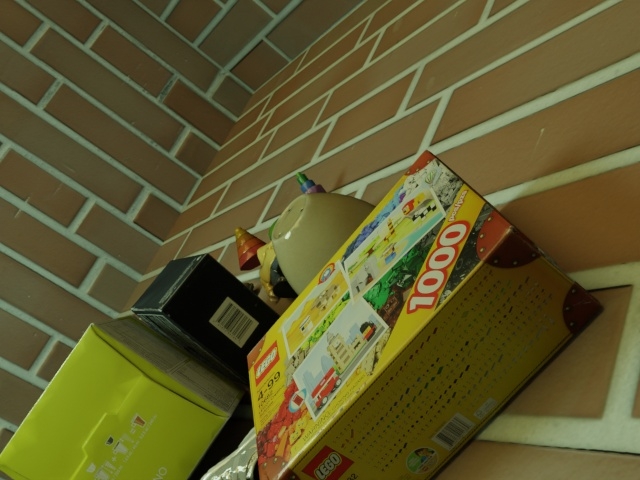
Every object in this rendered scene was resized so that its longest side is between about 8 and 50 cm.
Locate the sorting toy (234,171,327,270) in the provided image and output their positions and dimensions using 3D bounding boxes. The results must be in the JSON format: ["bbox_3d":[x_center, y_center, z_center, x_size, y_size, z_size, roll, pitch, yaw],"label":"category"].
[{"bbox_3d":[-0.139,-0.065,1.986,0.365,0.126,0.127,-44,-19,26],"label":"sorting toy"}]

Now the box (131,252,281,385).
[{"bbox_3d":[-0.269,0.192,1.666,0.182,0.296,0.294,-54,20,-22],"label":"box"}]

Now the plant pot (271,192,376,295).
[{"bbox_3d":[0.000,0.000,1.561,0.284,0.191,0.284,-45,22,24],"label":"plant pot"}]

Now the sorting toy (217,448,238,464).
[{"bbox_3d":[-0.167,0.457,1.422,0.075,0.045,0.083,-56,19,-26],"label":"sorting toy"}]

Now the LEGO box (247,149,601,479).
[{"bbox_3d":[0.119,0.147,1.072,0.500,0.193,0.372,-50,21,11],"label":"LEGO box"}]

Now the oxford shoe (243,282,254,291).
[{"bbox_3d":[-0.284,0.181,2.020,0.227,0.096,0.082,-37,25,34],"label":"oxford shoe"}]

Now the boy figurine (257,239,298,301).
[{"bbox_3d":[-0.113,0.075,1.823,0.285,0.092,0.177,-141,60,-73],"label":"boy figurine"}]

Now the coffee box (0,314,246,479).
[{"bbox_3d":[-0.405,0.396,1.473,0.337,0.338,0.334,-56,-1,-3],"label":"coffee box"}]

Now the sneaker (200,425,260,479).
[{"bbox_3d":[-0.150,0.461,1.280,0.281,0.105,0.115,-54,21,-2],"label":"sneaker"}]
